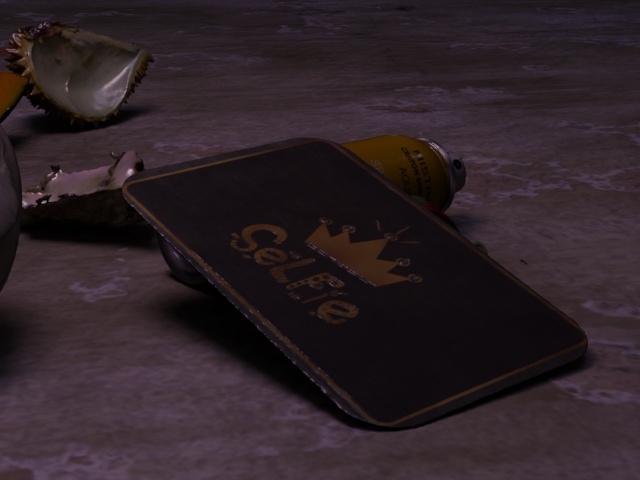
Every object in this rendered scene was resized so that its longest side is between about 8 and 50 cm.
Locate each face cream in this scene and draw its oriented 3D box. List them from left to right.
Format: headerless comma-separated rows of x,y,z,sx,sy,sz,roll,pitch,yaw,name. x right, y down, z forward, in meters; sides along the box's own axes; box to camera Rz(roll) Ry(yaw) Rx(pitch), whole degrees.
0.009,-0.041,1.258,0.348,0.105,0.105,-13,22,-39,face cream

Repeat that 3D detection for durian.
-0.347,-0.233,1.797,0.252,0.139,0.144,13,6,-42,durian

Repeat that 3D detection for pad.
-0.001,0.001,1.019,0.314,0.063,0.375,-18,41,-36,pad

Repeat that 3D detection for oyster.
-0.242,-0.043,1.331,0.209,0.072,0.133,-14,18,22,oyster

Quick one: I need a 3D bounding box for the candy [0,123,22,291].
-0.370,-0.022,0.992,0.295,0.185,0.296,21,40,-18,candy

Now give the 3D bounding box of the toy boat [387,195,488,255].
0.067,0.003,1.179,0.185,0.071,0.089,-9,-22,-28,toy boat

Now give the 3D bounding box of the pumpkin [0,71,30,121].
-0.510,-0.146,1.572,0.312,0.148,0.169,11,51,-39,pumpkin
